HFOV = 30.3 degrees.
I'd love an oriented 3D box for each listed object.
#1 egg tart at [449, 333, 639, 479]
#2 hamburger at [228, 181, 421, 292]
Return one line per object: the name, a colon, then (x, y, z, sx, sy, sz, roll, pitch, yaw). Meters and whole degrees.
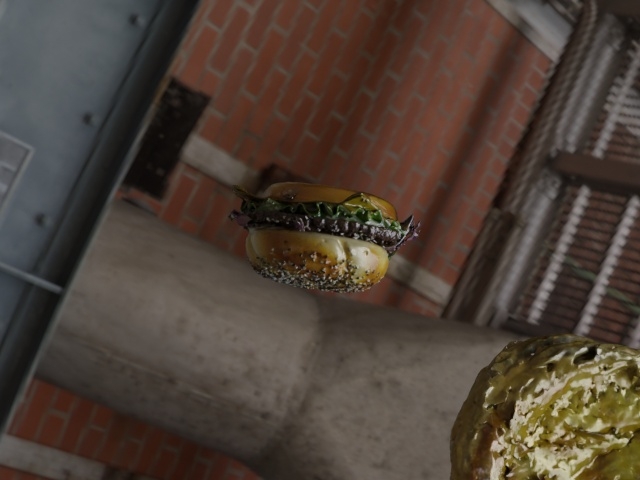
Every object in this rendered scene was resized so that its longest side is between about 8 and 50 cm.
egg tart: (0.199, 0.181, 0.889, 0.231, 0.252, 0.098, 66, -26, 14)
hamburger: (0.004, 0.001, 1.128, 0.164, 0.190, 0.093, 3, -98, 41)
